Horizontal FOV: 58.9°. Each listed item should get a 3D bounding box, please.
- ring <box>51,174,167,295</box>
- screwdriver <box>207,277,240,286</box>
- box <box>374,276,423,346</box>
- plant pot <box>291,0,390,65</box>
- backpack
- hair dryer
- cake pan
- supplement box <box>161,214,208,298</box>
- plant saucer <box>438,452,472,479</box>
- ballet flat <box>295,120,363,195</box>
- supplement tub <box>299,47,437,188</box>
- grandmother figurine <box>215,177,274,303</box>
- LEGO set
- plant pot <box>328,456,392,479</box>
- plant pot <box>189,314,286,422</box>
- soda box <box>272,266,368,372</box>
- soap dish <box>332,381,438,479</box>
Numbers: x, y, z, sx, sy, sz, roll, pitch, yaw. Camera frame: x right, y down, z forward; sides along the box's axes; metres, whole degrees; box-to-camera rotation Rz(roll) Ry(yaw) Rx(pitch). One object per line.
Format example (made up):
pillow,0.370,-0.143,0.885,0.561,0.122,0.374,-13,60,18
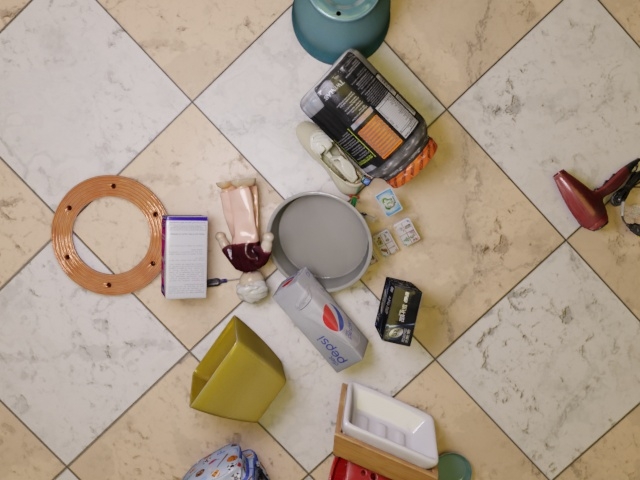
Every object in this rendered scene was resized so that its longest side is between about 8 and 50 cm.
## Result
ring,-0.583,-0.014,1.589,0.336,0.032,0.337,0,95,0
screwdriver,-0.251,0.111,1.607,0.170,0.025,0.024,-9,94,-8
box,0.207,0.187,1.526,0.077,0.180,0.147,13,95,-2
plant pot,0.057,-0.605,1.430,0.271,0.255,0.272,0,95,0
backpack,-0.256,0.681,1.526,0.276,0.263,0.213,-23,88,-2
hair dryer,0.778,-0.132,1.568,0.293,0.080,0.224,12,79,-6
cake pan,0.000,0.000,1.529,0.293,0.054,0.293,6,113,13
supplement box,-0.369,0.042,1.537,0.114,0.111,0.220,-1,95,-22
plant saucer,0.377,0.668,1.641,0.119,0.021,0.119,0,94,0
ballet flat,0.031,-0.232,1.542,0.086,0.086,0.248,-41,95,3
supplement tub,0.129,-0.306,1.464,0.338,0.207,0.207,43,93,-12
grandmother figurine,-0.199,0.006,1.540,0.104,0.208,0.342,-12,99,-40
LEGO set,0.138,-0.062,1.556,0.182,0.060,0.244,-29,116,10
plant pot,0.122,0.676,1.562,0.174,0.191,0.191,20,94,-7
plant pot,-0.214,0.366,1.539,0.187,0.212,0.212,35,93,-15
soda box,0.003,0.216,1.543,0.098,0.091,0.286,-33,102,28
soap dish,0.171,0.527,1.539,0.290,0.229,0.118,24,110,-2
